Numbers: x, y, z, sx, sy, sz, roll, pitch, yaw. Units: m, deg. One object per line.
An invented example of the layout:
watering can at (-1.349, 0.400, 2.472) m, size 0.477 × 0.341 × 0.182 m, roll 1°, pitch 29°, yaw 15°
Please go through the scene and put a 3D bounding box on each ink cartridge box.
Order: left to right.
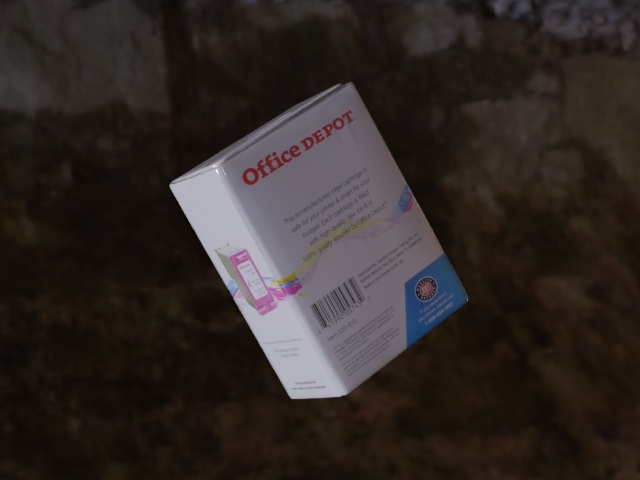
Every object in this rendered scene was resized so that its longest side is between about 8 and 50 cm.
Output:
ink cartridge box at (0.000, 0.000, 0.694) m, size 0.088 × 0.122 × 0.052 m, roll -34°, pitch -168°, yaw -30°
